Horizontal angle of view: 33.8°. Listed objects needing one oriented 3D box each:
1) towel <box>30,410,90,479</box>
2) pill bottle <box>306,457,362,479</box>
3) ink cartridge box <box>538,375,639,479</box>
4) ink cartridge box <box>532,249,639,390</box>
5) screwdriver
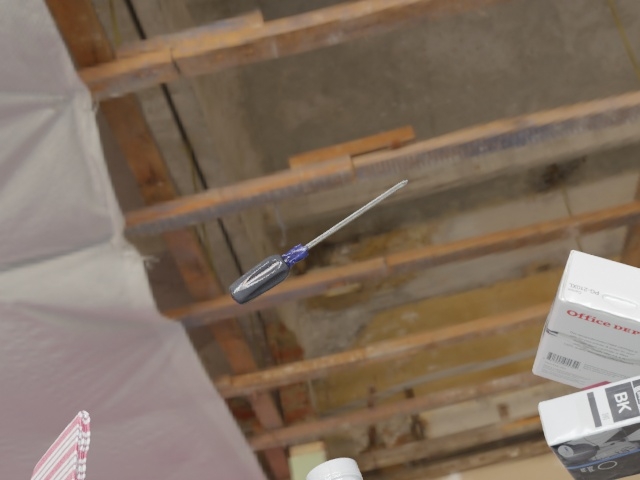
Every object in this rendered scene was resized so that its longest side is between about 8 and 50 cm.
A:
[{"bbox_3d":[-0.366,0.350,1.462,0.029,0.197,0.144,30,-63,-26],"label":"towel"},{"bbox_3d":[0.053,0.470,1.699,0.124,0.221,0.124,-14,-37,-11],"label":"pill bottle"},{"bbox_3d":[0.439,0.201,1.236,0.333,0.065,0.165,-21,-38,17],"label":"ink cartridge box"},{"bbox_3d":[0.437,0.137,1.621,0.172,0.100,0.237,16,-33,11],"label":"ink cartridge box"},{"bbox_3d":[0.000,0.000,0.852,0.170,0.024,0.025,-32,-19,-6],"label":"screwdriver"}]
